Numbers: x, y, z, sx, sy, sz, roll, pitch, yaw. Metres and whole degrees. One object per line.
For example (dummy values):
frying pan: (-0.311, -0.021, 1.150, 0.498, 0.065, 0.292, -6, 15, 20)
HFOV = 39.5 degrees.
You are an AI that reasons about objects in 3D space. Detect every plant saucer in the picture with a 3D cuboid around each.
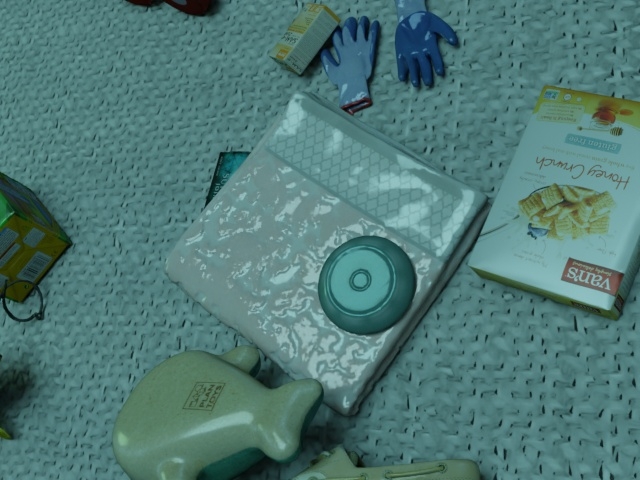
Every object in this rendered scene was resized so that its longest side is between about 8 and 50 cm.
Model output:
plant saucer: (0.049, 0.049, 1.037, 0.119, 0.021, 0.119, -6, 72, 18)

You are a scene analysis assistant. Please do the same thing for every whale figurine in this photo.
whale figurine: (-0.110, 0.223, 1.034, 0.271, 0.141, 0.216, -8, 39, 33)

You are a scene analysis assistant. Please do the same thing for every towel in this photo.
towel: (0.000, 0.000, 1.116, 0.331, 0.053, 0.317, 35, 87, 29)

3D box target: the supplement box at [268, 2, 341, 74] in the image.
supplement box: (-0.023, -0.290, 1.275, 0.098, 0.036, 0.062, -54, 31, -2)

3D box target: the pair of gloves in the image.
pair of gloves: (0.091, -0.261, 1.221, 0.198, 0.023, 0.159, -17, 63, 23)

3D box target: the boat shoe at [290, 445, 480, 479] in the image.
boat shoe: (0.026, 0.281, 0.972, 0.302, 0.109, 0.098, -6, 59, 23)

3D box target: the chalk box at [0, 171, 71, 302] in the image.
chalk box: (-0.515, -0.030, 1.386, 0.132, 0.132, 0.213, -49, 55, 1)

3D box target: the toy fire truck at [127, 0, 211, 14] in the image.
toy fire truck: (-0.274, -0.498, 1.385, 0.302, 0.254, 0.169, 17, 78, 33)

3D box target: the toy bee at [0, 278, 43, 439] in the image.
toy bee: (-0.515, 0.193, 1.249, 0.162, 0.195, 0.299, -168, 93, -73)

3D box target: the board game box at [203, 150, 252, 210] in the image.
board game box: (-0.106, -0.034, 1.227, 0.126, 0.026, 0.186, 3, 70, 30)

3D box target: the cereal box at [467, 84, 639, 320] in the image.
cereal box: (0.290, -0.048, 1.001, 0.173, 0.047, 0.240, 18, 78, 34)
